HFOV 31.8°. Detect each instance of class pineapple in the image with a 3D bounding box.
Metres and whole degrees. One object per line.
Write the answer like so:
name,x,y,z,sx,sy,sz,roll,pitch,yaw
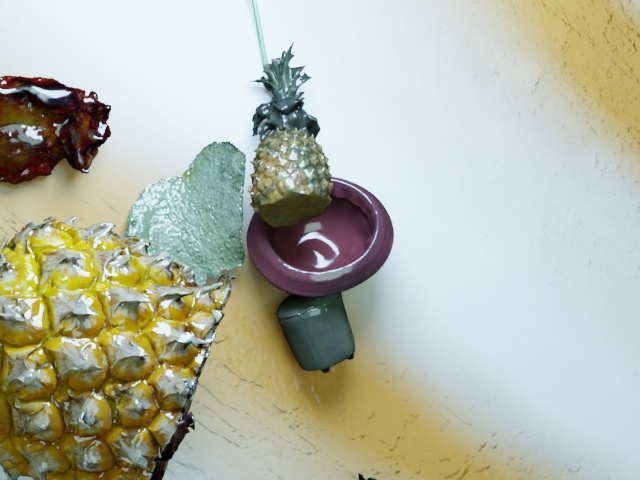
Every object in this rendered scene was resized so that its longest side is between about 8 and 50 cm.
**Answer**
pineapple,-0.049,-0.142,1.510,0.125,0.125,0.251,4,60,-18
pineapple,-0.282,0.141,1.336,0.300,0.352,0.352,27,78,-5

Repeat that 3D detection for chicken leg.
chicken leg,-0.464,-0.127,1.410,0.407,0.096,0.158,-18,111,-17

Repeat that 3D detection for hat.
hat,0.000,0.000,1.542,0.205,0.089,0.205,0,57,0

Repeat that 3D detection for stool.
stool,-0.004,0.122,1.546,0.096,0.096,0.110,-22,99,-19

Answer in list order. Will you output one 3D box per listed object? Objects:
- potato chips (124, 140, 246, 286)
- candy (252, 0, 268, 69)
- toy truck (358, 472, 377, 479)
potato chips,-0.170,-0.023,1.510,0.228,0.059,0.167,-42,87,-1
candy,-0.095,-0.339,1.572,0.061,0.061,0.202,-13,99,-19
toy truck,0.059,0.461,1.547,0.121,0.088,0.259,22,79,-16
